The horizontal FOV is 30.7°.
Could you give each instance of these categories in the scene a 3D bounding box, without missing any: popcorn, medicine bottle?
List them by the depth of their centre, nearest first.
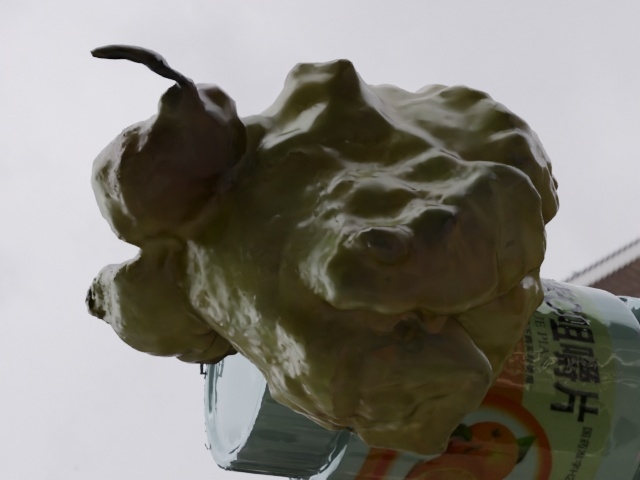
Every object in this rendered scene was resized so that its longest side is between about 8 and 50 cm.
[{"bbox_3d":[0.005,-0.008,0.517,0.173,0.195,0.168,80,-146,-65],"label":"popcorn"},{"bbox_3d":[0.092,0.094,0.748,0.318,0.158,0.158,10,-78,-19],"label":"medicine bottle"}]
